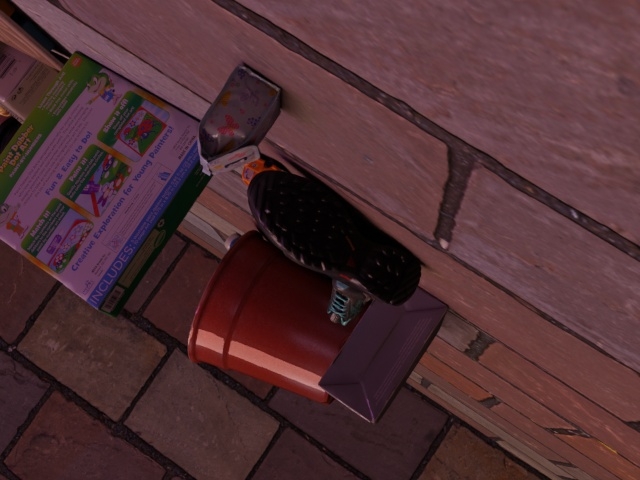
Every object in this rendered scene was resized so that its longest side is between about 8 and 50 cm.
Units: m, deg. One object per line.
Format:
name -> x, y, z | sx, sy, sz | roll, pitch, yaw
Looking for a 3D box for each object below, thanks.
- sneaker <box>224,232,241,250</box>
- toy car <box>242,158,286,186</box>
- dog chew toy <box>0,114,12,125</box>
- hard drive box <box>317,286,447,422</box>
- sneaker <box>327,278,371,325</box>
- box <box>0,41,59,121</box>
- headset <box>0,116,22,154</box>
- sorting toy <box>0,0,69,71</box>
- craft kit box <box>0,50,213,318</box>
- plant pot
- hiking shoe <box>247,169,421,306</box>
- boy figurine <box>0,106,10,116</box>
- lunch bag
sneaker -> -0.152, 0.046, 2.124 | 0.084, 0.058, 0.152 | 40, 170, 31
toy car -> -0.058, -0.060, 1.101 | 0.060, 0.040, 0.122 | 31, 172, 22
dog chew toy -> -0.718, -0.289, 1.961 | 0.207, 0.206, 0.332 | 35, -179, -7
hard drive box -> 0.089, 0.158, 1.324 | 0.089, 0.181, 0.232 | 33, 172, 11
sneaker -> 0.042, 0.102, 1.571 | 0.065, 0.076, 0.166 | 31, 172, 17
box -> -0.460, -0.234, 1.529 | 0.113, 0.094, 0.275 | 34, 172, 14
headset -> -0.540, -0.130, 1.769 | 0.394, 0.185, 0.243 | 3, -167, -29
sorting toy -> -0.436, -0.302, 1.244 | 0.193, 0.038, 0.208 | 29, 175, 37
craft kit box -> -0.274, -0.073, 1.154 | 0.247, 0.250, 0.061 | 32, 174, 21
plant pot -> -0.060, 0.157, 1.747 | 0.265, 0.272, 0.272 | 25, 171, 13
hiking shoe -> 0.000, 0.000, 1.059 | 0.227, 0.086, 0.114 | 36, 169, -23
boy figurine -> -0.600, -0.307, 1.701 | 0.177, 0.092, 0.285 | 30, 170, 4
lunch bag -> -0.069, -0.091, 0.783 | 0.053, 0.083, 0.071 | 34, 172, 2
